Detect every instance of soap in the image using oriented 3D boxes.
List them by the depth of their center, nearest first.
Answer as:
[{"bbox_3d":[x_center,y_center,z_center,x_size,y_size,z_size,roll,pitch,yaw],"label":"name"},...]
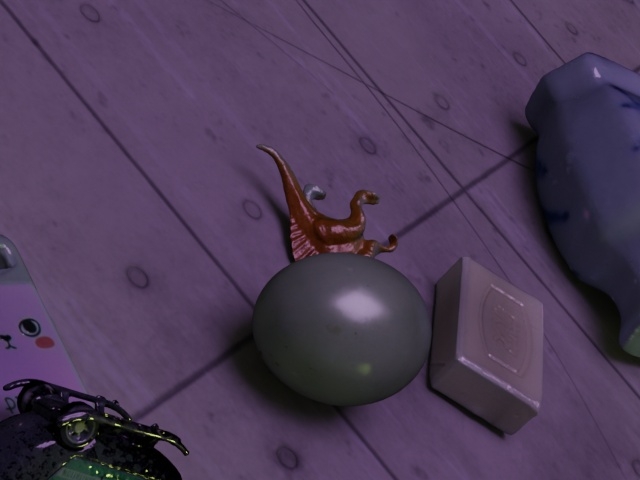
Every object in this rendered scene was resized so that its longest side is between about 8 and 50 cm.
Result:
[{"bbox_3d":[0.185,0.115,1.892,0.121,0.064,0.183,32,35,-18],"label":"soap"}]

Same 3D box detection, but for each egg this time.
[{"bbox_3d":[0.021,0.086,1.656,0.192,0.149,0.149,14,46,-42],"label":"egg"}]

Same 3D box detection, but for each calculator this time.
[{"bbox_3d":[-0.279,0.084,1.417,0.141,0.045,0.246,-2,56,-50],"label":"calculator"}]

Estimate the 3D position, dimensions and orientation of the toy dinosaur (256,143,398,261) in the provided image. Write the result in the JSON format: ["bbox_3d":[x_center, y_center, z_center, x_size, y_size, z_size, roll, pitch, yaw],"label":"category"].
[{"bbox_3d":[0.001,0.001,1.830,0.212,0.057,0.142,25,57,-13],"label":"toy dinosaur"}]

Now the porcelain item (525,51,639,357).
[{"bbox_3d":[0.413,-0.046,2.212,0.242,0.178,0.405,15,45,-40],"label":"porcelain item"}]

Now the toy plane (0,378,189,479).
[{"bbox_3d":[-0.233,0.184,1.288,0.382,0.155,0.106,23,-3,-41],"label":"toy plane"}]
